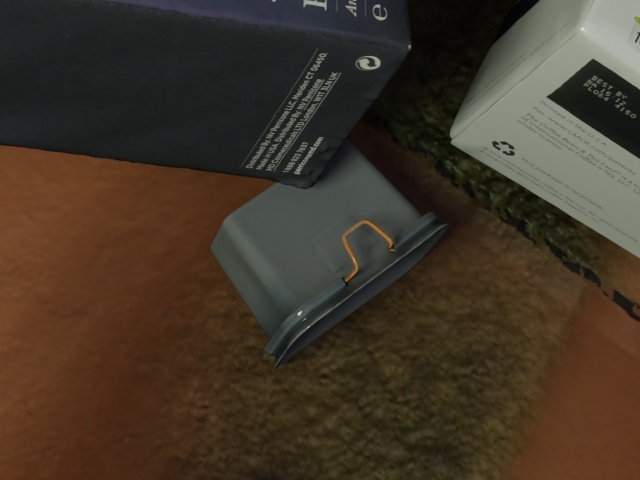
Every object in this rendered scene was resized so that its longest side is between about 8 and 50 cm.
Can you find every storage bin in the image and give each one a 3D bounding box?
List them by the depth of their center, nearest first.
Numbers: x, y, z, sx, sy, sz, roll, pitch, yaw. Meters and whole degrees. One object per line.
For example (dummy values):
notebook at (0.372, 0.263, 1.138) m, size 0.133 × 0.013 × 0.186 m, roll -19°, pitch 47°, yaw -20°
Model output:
storage bin at (0.000, 0.000, 1.188) m, size 0.135 × 0.098 × 0.091 m, roll -37°, pitch 82°, yaw -24°

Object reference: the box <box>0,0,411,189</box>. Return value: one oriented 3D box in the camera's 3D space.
box at (-0.119, -0.212, 1.110) m, size 0.294 × 0.183 × 0.296 m, roll 6°, pitch 62°, yaw -19°

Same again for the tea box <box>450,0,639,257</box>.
tea box at (0.320, -0.139, 1.258) m, size 0.329 × 0.220 × 0.324 m, roll 33°, pitch 68°, yaw -8°
